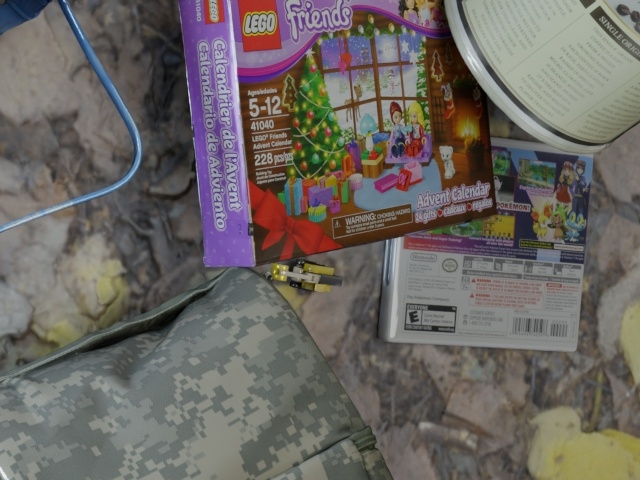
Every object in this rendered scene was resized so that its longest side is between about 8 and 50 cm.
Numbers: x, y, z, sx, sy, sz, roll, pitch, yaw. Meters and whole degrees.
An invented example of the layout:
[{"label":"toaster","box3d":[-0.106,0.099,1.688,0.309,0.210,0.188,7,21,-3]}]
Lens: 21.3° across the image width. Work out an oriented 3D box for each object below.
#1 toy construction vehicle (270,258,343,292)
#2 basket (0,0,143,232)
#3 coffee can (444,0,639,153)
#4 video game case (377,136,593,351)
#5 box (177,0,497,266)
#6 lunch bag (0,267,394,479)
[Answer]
[{"label":"toy construction vehicle","box3d":[0.000,0.000,1.377,0.098,0.035,0.086,15,91,-53]},{"label":"basket","box3d":[-0.285,-0.123,1.126,0.254,0.201,0.289,-26,97,-14]},{"label":"coffee can","box3d":[0.258,-0.219,1.304,0.201,0.275,0.202,25,47,-30]},{"label":"video game case","box3d":[0.146,0.002,1.484,0.201,0.023,0.184,5,90,-28]},{"label":"box","box3d":[0.022,-0.098,1.315,0.293,0.057,0.201,-12,98,-47]},{"label":"lunch bag","box3d":[-0.114,0.179,1.240,0.305,0.212,0.256,-23,87,-29]}]
